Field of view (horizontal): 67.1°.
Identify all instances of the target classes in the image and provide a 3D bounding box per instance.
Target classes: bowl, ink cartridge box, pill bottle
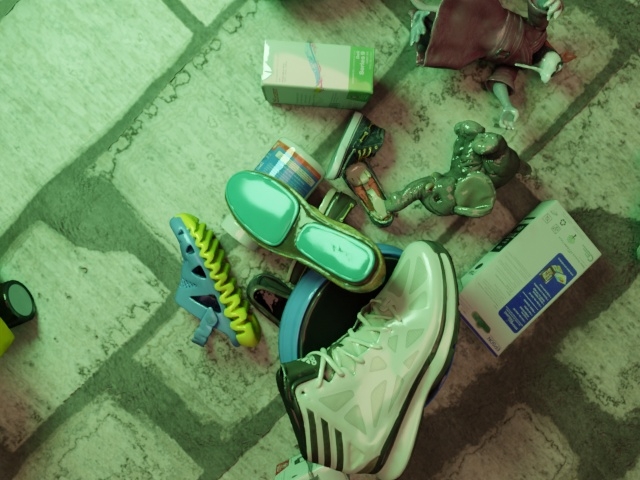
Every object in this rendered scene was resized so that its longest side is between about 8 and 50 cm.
[{"bbox_3d":[0.110,0.202,0.992,0.390,0.077,0.392,-1,93,-20],"label":"bowl"},{"bbox_3d":[-0.019,0.505,1.044,0.150,0.109,0.063,-25,91,-1],"label":"ink cartridge box"},{"bbox_3d":[-0.008,-0.327,0.965,0.212,0.154,0.093,2,94,-3],"label":"ink cartridge box"},{"bbox_3d":[-0.102,-0.091,0.992,0.124,0.124,0.221,39,90,-5],"label":"pill bottle"},{"bbox_3d":[0.433,0.080,1.049,0.332,0.065,0.165,-41,96,-7],"label":"ink cartridge box"}]

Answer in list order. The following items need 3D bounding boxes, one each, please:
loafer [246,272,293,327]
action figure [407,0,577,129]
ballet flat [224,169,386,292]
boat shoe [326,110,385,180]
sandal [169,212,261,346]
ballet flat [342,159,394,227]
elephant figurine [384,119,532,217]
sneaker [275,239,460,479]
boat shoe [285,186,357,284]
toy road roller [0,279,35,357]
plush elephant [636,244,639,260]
[{"bbox_3d":[-0.031,0.181,1.028,0.302,0.095,0.109,34,92,-5],"label":"loafer"},{"bbox_3d":[0.351,-0.413,0.997,0.370,0.276,0.248,12,129,-20],"label":"action figure"},{"bbox_3d":[-0.030,-0.012,0.873,0.348,0.123,0.123,32,92,24],"label":"ballet flat"},{"bbox_3d":[0.077,-0.185,0.994,0.083,0.065,0.183,27,61,-7],"label":"boat shoe"},{"bbox_3d":[-0.245,0.097,1.003,0.138,0.126,0.318,-23,93,3],"label":"sandal"},{"bbox_3d":[0.103,-0.112,1.032,0.070,0.070,0.188,-36,95,0],"label":"ballet flat"},{"bbox_3d":[0.287,-0.112,1.007,0.186,0.169,0.240,35,97,29],"label":"elephant figurine"},{"bbox_3d":[0.073,0.196,0.847,0.257,0.169,0.448,16,89,-22],"label":"sneaker"},{"bbox_3d":[0.000,0.000,1.025,0.068,0.081,0.228,27,90,0],"label":"boat shoe"},{"bbox_3d":[-0.716,0.136,0.879,0.202,0.329,0.241,-22,117,-1],"label":"toy road roller"},{"bbox_3d":[0.830,-0.111,0.998,0.255,0.271,0.330,-54,134,-33],"label":"plush elephant"}]
